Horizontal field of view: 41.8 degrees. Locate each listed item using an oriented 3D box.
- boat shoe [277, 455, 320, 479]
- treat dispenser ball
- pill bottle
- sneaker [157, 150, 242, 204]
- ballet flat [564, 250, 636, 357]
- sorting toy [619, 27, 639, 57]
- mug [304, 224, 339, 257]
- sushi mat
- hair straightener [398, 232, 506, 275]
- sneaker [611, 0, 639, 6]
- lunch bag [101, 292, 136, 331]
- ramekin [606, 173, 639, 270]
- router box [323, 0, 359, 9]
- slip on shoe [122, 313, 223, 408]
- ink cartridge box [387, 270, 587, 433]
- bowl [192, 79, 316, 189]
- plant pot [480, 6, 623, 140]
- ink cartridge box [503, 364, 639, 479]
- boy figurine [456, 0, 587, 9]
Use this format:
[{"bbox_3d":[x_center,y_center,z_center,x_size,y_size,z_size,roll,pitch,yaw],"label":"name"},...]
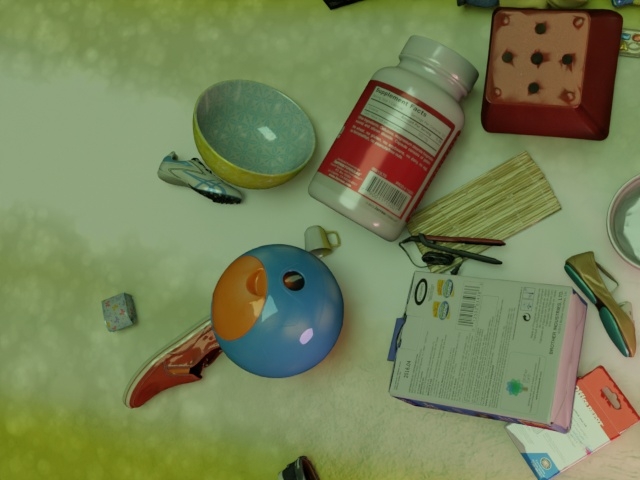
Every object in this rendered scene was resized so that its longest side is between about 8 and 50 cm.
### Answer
[{"bbox_3d":[0.000,0.575,1.804,0.079,0.084,0.233,-41,67,10],"label":"boat shoe"},{"bbox_3d":[-0.092,0.151,1.803,0.288,0.288,0.288,-4,79,20],"label":"treat dispenser ball"},{"bbox_3d":[0.165,-0.222,1.806,0.229,0.229,0.407,31,92,22],"label":"pill bottle"},{"bbox_3d":[-0.290,-0.153,2.042,0.237,0.085,0.086,23,82,19],"label":"sneaker"},{"bbox_3d":[0.579,0.120,1.676,0.073,0.080,0.232,-29,73,-2],"label":"ballet flat"},{"bbox_3d":[0.669,-0.417,1.769,0.083,0.012,0.062,13,85,22],"label":"sorting toy"},{"bbox_3d":[-0.004,0.001,1.929,0.062,0.078,0.064,-38,56,45],"label":"mug"},{"bbox_3d":[0.347,-0.057,1.821,0.316,0.019,0.151,-30,73,13],"label":"sushi mat"},{"bbox_3d":[0.277,0.032,1.797,0.230,0.047,0.089,7,85,20],"label":"hair straightener"},{"bbox_3d":[0.628,-0.604,1.776,0.126,0.091,0.240,-18,76,17],"label":"sneaker"},{"bbox_3d":[-0.498,0.181,2.075,0.071,0.053,0.083,-22,64,13],"label":"lunch bag"},{"bbox_3d":[0.672,-0.029,1.648,0.207,0.109,0.207,-4,79,20],"label":"ramekin"},{"bbox_3d":[0.137,-0.710,1.981,0.309,0.081,0.243,-12,76,18],"label":"router box"},{"bbox_3d":[-0.327,0.295,1.961,0.331,0.123,0.101,-38,74,5],"label":"slip on shoe"},{"bbox_3d":[0.306,0.213,1.680,0.395,0.151,0.270,5,73,30],"label":"ink cartridge box"},{"bbox_3d":[-0.170,-0.218,1.951,0.289,0.289,0.156,55,144,20],"label":"bowl"},{"bbox_3d":[0.450,-0.351,1.691,0.267,0.236,0.267,8,95,22],"label":"plant pot"},{"bbox_3d":[0.499,0.362,1.659,0.231,0.078,0.134,-36,69,11],"label":"ink cartridge box"},{"bbox_3d":[0.444,-0.561,1.825,0.285,0.092,0.177,8,117,20],"label":"boy figurine"}]
